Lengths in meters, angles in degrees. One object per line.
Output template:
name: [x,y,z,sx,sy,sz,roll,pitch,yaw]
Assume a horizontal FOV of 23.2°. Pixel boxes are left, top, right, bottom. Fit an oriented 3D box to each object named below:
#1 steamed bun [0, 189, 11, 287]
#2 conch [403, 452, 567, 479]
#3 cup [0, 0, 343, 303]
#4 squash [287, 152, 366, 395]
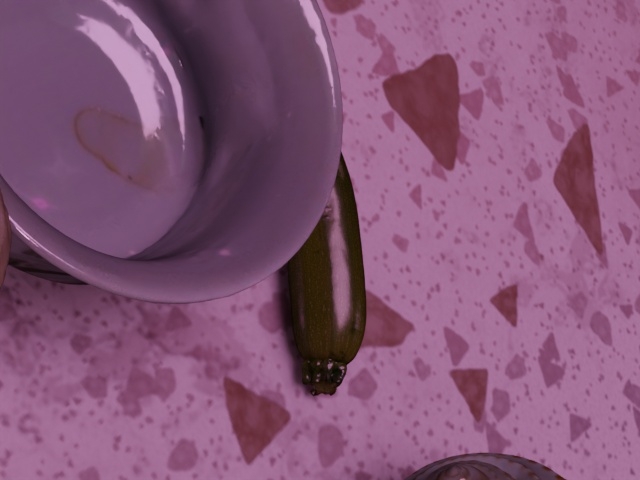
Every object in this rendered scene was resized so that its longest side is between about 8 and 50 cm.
steamed bun: [-0.309,-0.005,0.755,0.342,0.255,0.368,-9,81,-34]
conch: [0.130,0.335,1.217,0.303,0.215,0.319,-27,93,-32]
cup: [-0.164,-0.106,1.137,0.347,0.163,0.347,15,66,-36]
squash: [0.000,0.000,1.306,0.069,0.069,0.258,1,75,-40]
